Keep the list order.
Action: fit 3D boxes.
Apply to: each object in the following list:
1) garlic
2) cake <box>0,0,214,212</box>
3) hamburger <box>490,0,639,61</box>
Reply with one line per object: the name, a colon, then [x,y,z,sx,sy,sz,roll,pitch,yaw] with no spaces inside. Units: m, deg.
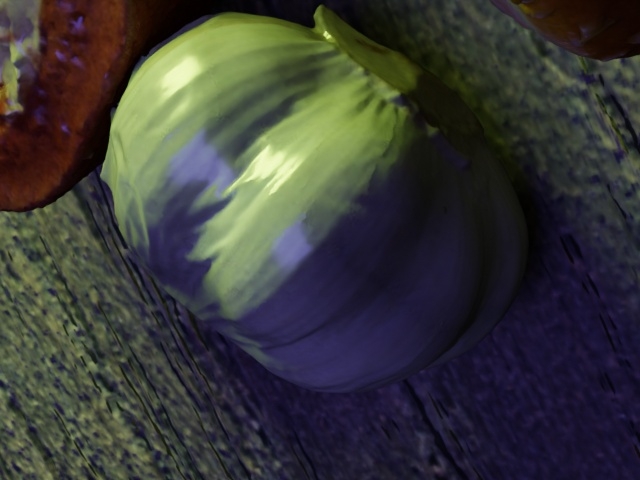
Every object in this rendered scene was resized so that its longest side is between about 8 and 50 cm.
garlic: [0.000,0.000,0.857,0.229,0.143,0.178,27,114,-23]
cake: [-0.151,-0.146,0.941,0.177,0.151,0.283,38,131,-1]
hamburger: [0.097,-0.210,0.632,0.225,0.291,0.291,26,126,35]
